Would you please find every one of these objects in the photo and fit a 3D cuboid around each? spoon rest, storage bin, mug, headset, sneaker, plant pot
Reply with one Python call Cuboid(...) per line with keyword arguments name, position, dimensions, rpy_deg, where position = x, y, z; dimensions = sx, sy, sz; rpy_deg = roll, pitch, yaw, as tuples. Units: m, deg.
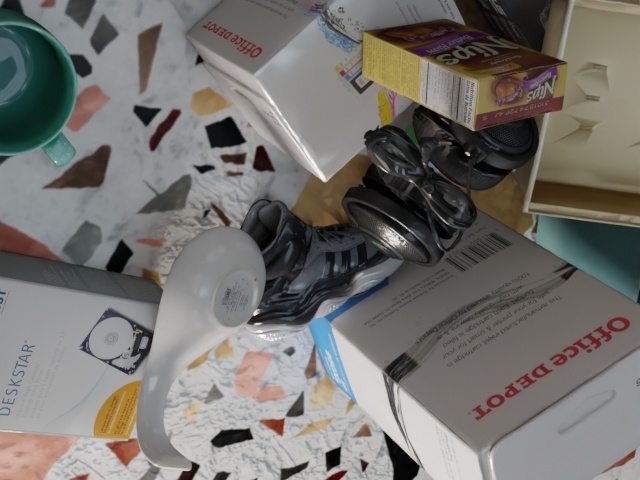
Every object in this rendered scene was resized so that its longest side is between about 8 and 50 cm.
Cuboid(name="spoon rest", position=(-0.144, 0.115, 1.128), dimensions=(0.137, 0.084, 0.276), rpy_deg=(25, 83, -48))
Cuboid(name="storage bin", position=(0.393, -0.158, 1.230), dimensions=(0.261, 0.123, 0.262), rpy_deg=(7, 109, -2))
Cuboid(name="mug", position=(-0.312, -0.147, 0.968), dimensions=(0.130, 0.097, 0.157), rpy_deg=(-12, 120, -29))
Cuboid(name="headset", position=(0.112, -0.094, 1.094), dimensions=(0.185, 0.394, 0.243), rpy_deg=(37, 104, -11))
Cuboid(name="sneaker", position=(0.000, 0.000, 1.245), dimensions=(0.269, 0.101, 0.153), rpy_deg=(-35, 125, -16))
Cuboid(name="plant pot", position=(0.430, -0.006, 1.435), dimensions=(0.166, 0.234, 0.165), rpy_deg=(-14, 120, -28))

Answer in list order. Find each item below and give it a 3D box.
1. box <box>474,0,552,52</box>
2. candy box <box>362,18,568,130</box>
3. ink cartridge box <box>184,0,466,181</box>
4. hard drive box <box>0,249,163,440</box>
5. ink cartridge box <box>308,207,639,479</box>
Cuboid(name="box", position=(0.311, -0.365, 1.274), dimensions=(0.242, 0.076, 0.307), rpy_deg=(-48, 130, -2))
Cuboid(name="candy box", position=(0.135, -0.167, 0.968), dimensions=(0.109, 0.187, 0.053), rpy_deg=(-15, 122, -28))
Cuboid(name="ink cartridge box", position=(0.010, -0.219, 1.093), dimensions=(0.233, 0.171, 0.168), rpy_deg=(-43, 129, -7))
Cuboid(name="hard drive box", position=(-0.303, 0.120, 1.118), dimensions=(0.232, 0.089, 0.181), rpy_deg=(13, 105, -37))
Cuboid(name="ink cartridge box", position=(0.202, 0.143, 1.259), dimensions=(0.286, 0.395, 0.166), rpy_deg=(-29, 126, -17))
